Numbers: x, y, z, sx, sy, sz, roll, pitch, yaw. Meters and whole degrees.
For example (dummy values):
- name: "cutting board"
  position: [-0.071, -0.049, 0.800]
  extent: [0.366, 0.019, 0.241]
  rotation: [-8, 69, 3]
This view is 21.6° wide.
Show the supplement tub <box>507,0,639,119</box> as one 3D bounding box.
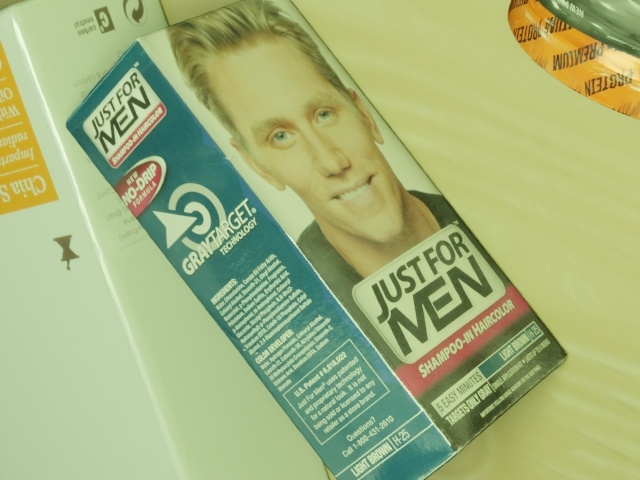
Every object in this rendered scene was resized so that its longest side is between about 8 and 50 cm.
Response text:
- name: "supplement tub"
  position: [0.232, -0.240, 0.894]
  extent: [0.207, 0.207, 0.338]
  rotation: [33, 125, 20]

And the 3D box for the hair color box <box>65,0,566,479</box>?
- name: "hair color box"
  position: [0.000, 0.000, 1.178]
  extent: [0.347, 0.174, 0.105]
  rotation: [52, 128, 6]

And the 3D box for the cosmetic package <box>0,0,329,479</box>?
- name: "cosmetic package"
  position: [-0.189, 0.037, 1.336]
  extent: [0.230, 0.161, 0.453]
  rotation: [-12, 102, 38]
